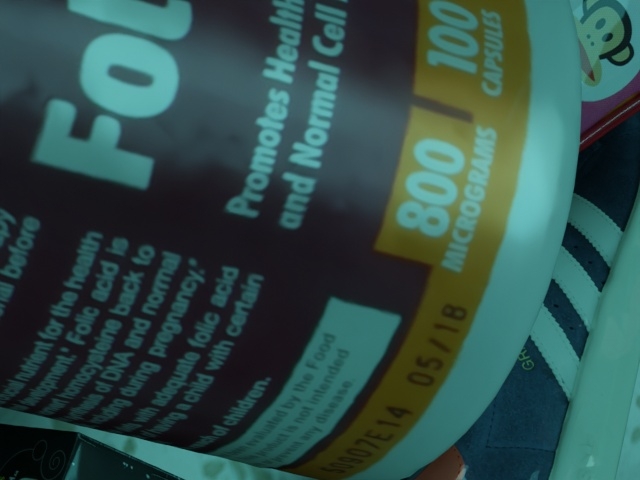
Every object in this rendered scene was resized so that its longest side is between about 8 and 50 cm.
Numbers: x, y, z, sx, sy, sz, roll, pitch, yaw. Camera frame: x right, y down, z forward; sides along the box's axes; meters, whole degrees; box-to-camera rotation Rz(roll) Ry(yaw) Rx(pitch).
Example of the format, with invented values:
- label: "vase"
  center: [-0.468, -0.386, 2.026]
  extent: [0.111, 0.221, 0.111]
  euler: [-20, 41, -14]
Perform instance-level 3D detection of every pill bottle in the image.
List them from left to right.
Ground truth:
- label: "pill bottle"
  center: [-0.127, -0.058, 0.668]
  extent: [0.392, 0.224, 0.224]
  euler: [15, 78, -22]

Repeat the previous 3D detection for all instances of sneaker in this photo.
- label: "sneaker"
  center: [0.090, 0.033, 0.984]
  extent: [0.148, 0.131, 0.350]
  euler: [19, 52, 1]

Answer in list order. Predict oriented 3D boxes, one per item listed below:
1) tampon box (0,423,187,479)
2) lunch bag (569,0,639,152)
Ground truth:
- label: "tampon box"
  center: [-0.122, 0.144, 0.756]
  extent: [0.101, 0.161, 0.120]
  euler: [31, 70, -37]
- label: "lunch bag"
  center: [0.048, -0.167, 0.926]
  extent: [0.258, 0.120, 0.293]
  euler: [-35, 110, -11]
